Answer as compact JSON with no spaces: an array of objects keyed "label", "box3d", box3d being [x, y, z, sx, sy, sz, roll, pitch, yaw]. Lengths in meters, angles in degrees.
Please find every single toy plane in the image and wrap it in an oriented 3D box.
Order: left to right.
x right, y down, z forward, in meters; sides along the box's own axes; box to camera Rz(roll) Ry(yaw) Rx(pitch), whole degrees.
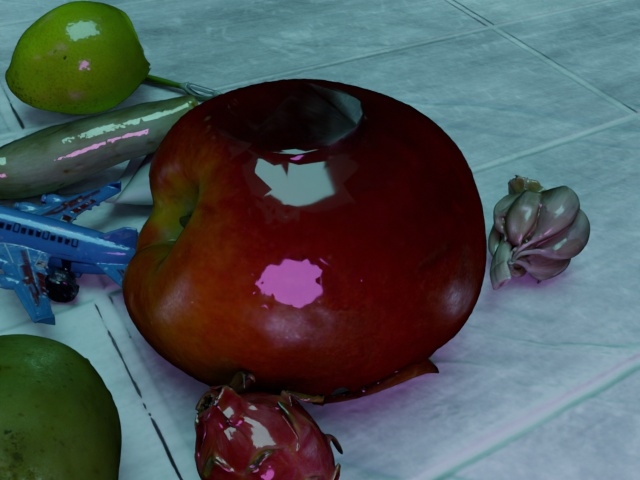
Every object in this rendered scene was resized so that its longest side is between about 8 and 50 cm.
[{"label":"toy plane","box3d":[-0.337,0.004,0.872,0.271,0.105,0.254,5,41,2]}]

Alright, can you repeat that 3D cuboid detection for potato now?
[{"label":"potato","box3d":[-0.270,0.209,0.566,0.216,0.215,0.304,13,38,9]}]

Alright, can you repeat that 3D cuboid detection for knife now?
[{"label":"knife","box3d":[-0.253,-0.271,1.256,0.184,0.026,0.022,18,3,17]}]

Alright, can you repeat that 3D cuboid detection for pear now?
[{"label":"pear","box3d":[-0.396,-0.292,1.154,0.220,0.187,0.187,-20,46,-8]}]

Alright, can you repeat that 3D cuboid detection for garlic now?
[{"label":"garlic","box3d":[0.271,-0.002,0.917,0.127,0.131,0.194,22,35,22]}]

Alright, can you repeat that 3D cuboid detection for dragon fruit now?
[{"label":"dragon fruit","box3d":[-0.056,0.199,0.658,0.133,0.166,0.136,-23,27,42]}]

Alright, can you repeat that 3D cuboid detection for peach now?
[{"label":"peach","box3d":[-0.013,-0.012,0.777,0.406,0.310,0.335,-5,39,-11]}]

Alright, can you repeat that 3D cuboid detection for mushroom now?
[{"label":"mushroom","box3d":[-0.331,-0.133,1.012,0.333,0.087,0.107,-21,26,-11]}]

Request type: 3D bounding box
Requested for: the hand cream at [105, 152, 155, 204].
[{"label":"hand cream","box3d":[-0.112,-0.105,1.023,0.359,0.118,0.185,2,39,8]}]
